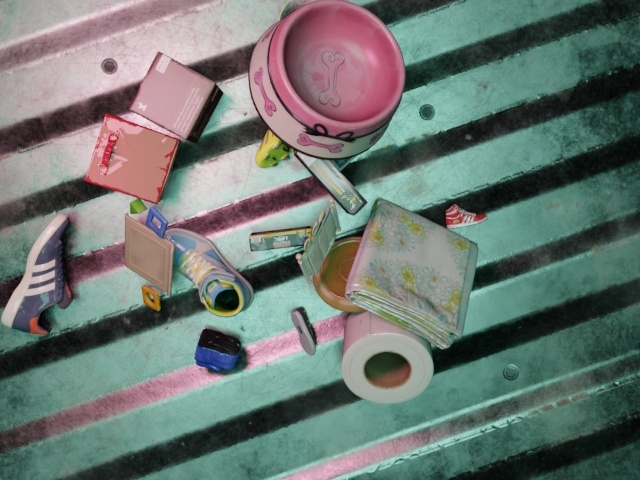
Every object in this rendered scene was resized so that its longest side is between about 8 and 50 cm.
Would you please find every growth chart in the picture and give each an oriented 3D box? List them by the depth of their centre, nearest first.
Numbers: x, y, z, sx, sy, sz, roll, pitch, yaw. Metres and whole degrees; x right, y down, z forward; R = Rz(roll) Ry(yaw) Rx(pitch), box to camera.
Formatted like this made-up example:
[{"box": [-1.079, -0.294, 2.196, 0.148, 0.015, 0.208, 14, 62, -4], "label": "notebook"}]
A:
[{"box": [0.000, 0.000, 1.847, 0.021, 0.172, 0.237, 14, 54, 21], "label": "growth chart"}]

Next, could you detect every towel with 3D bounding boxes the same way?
[{"box": [0.252, 0.077, 1.850, 0.320, 0.374, 0.090, 28, 138, -6], "label": "towel"}]

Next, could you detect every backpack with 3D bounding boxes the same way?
[{"box": [-0.286, 0.313, 1.947, 0.120, 0.098, 0.101, 13, 123, -4], "label": "backpack"}]

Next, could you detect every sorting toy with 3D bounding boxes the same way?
[{"box": [-0.457, 0.036, 1.873, 0.196, 0.047, 0.347, 32, 131, 23], "label": "sorting toy"}]

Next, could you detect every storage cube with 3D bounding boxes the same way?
[{"box": [-0.491, -0.216, 1.835, 0.193, 0.215, 0.183, 18, 93, -11], "label": "storage cube"}]

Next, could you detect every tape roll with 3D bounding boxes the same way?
[{"box": [0.181, 0.301, 1.885, 0.246, 0.169, 0.246, 2, 120, 4], "label": "tape roll"}]

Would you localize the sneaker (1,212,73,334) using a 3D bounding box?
[{"box": [-0.734, 0.100, 1.899, 0.148, 0.131, 0.350, 25, 99, -11], "label": "sneaker"}]

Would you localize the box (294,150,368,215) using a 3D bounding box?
[{"box": [0.023, -0.170, 1.872, 0.056, 0.183, 0.231, -43, 96, 0], "label": "box"}]

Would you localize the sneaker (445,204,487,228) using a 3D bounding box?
[{"box": [0.414, -0.076, 1.967, 0.118, 0.042, 0.067, -13, 99, 1], "label": "sneaker"}]

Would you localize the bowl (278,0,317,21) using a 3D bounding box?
[{"box": [-0.041, -0.570, 1.876, 0.170, 0.080, 0.170, 0, 89, -17], "label": "bowl"}]

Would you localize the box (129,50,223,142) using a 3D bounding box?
[{"box": [-0.375, -0.371, 1.826, 0.167, 0.203, 0.168, 28, 94, -5], "label": "box"}]

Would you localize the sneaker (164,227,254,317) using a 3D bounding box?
[{"box": [-0.314, 0.085, 1.867, 0.319, 0.208, 0.127, 38, 93, -4], "label": "sneaker"}]

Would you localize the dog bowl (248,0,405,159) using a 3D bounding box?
[{"box": [0.033, -0.419, 1.744, 0.408, 0.150, 0.408, 4, 78, -19], "label": "dog bowl"}]

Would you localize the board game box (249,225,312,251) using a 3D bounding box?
[{"box": [-0.108, -0.005, 1.900, 0.170, 0.141, 0.048, -7, 93, -2], "label": "board game box"}]

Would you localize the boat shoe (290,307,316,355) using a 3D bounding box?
[{"box": [-0.040, 0.260, 1.976, 0.040, 0.049, 0.142, -29, 103, -38], "label": "boat shoe"}]

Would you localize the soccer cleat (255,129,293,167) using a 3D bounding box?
[{"box": [-0.099, -0.332, 1.913, 0.121, 0.093, 0.289, 38, 98, 25], "label": "soccer cleat"}]

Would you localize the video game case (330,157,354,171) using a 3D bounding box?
[{"box": [0.061, -0.321, 1.894, 0.183, 0.023, 0.201, -42, 120, -5], "label": "video game case"}]

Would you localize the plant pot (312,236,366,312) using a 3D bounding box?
[{"box": [0.093, 0.084, 1.905, 0.236, 0.032, 0.236, -4, 58, 6], "label": "plant pot"}]
